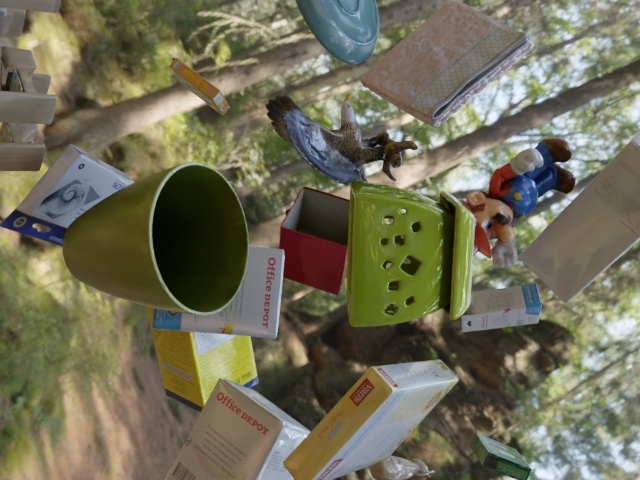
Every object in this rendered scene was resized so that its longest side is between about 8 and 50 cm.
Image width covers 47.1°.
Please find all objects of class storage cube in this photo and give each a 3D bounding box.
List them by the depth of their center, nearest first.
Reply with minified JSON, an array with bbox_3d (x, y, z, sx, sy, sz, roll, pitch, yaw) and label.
[{"bbox_3d":[0.000,0.000,2.000,0.214,0.184,0.193,17,-45,10],"label":"storage cube"}]

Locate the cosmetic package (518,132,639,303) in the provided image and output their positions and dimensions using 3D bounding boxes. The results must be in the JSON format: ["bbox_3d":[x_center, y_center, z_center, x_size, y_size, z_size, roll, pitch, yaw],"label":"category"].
[{"bbox_3d":[0.609,-0.056,1.533,0.155,0.197,0.365,46,-48,12],"label":"cosmetic package"}]

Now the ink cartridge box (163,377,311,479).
[{"bbox_3d":[-0.182,0.480,1.534,0.226,0.306,0.131,25,-8,42],"label":"ink cartridge box"}]

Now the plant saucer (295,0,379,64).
[{"bbox_3d":[0.045,-0.562,1.687,0.043,0.317,0.318,-18,-82,36],"label":"plant saucer"}]

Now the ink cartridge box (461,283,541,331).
[{"bbox_3d":[0.416,0.159,1.717,0.104,0.181,0.062,70,13,-59],"label":"ink cartridge box"}]

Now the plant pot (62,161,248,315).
[{"bbox_3d":[-0.334,0.006,1.380,0.293,0.275,0.275,-5,-65,30],"label":"plant pot"}]

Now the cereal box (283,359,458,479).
[{"bbox_3d":[0.075,0.232,0.955,0.047,0.173,0.240,47,15,26],"label":"cereal box"}]

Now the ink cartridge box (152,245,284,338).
[{"bbox_3d":[-0.226,0.112,1.668,0.197,0.270,0.198,136,-41,-82],"label":"ink cartridge box"}]

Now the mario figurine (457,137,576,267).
[{"bbox_3d":[0.400,-0.063,1.483,0.198,0.320,0.170,54,-14,-5],"label":"mario figurine"}]

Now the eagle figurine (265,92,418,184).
[{"bbox_3d":[0.031,-0.220,1.636,0.226,0.298,0.225,122,-36,-61],"label":"eagle figurine"}]

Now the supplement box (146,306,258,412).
[{"bbox_3d":[-0.323,0.250,1.984,0.195,0.194,0.357,12,-63,43],"label":"supplement box"}]

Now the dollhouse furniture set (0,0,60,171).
[{"bbox_3d":[-0.684,-0.392,1.429,0.394,0.256,0.362,-57,-131,38],"label":"dollhouse furniture set"}]

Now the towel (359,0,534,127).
[{"bbox_3d":[0.303,-0.447,1.821,0.317,0.332,0.053,44,-8,46],"label":"towel"}]

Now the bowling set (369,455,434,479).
[{"bbox_3d":[0.127,0.500,1.419,0.287,0.154,0.200,36,-78,45],"label":"bowling set"}]

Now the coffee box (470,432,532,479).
[{"bbox_3d":[0.432,0.523,1.770,0.113,0.040,0.184,21,0,2],"label":"coffee box"}]

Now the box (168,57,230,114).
[{"bbox_3d":[-0.247,-0.312,1.471,0.136,0.028,0.081,36,-6,14],"label":"box"}]

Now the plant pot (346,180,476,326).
[{"bbox_3d":[0.152,0.018,1.288,0.227,0.207,0.228,-84,175,-79],"label":"plant pot"}]

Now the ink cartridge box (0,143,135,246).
[{"bbox_3d":[-0.527,-0.077,1.554,0.045,0.224,0.223,43,3,20],"label":"ink cartridge box"}]
